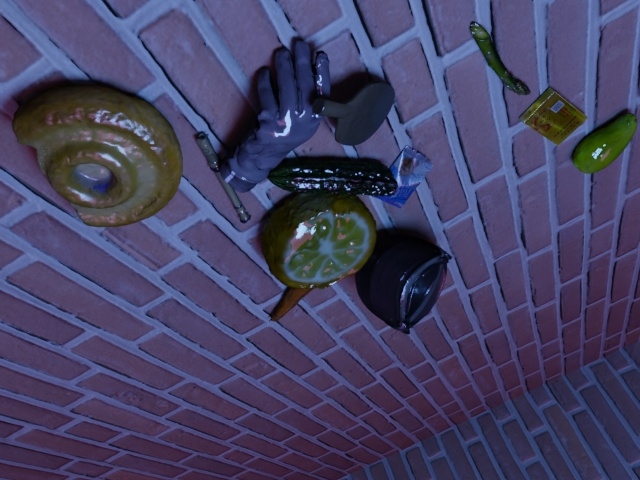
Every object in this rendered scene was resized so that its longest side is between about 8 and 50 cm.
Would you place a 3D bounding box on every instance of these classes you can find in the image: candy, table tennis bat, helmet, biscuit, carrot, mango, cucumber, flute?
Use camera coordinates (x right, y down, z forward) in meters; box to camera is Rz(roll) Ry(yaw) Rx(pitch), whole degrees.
[{"bbox_3d":[0.180,-0.135,1.106,0.088,0.038,0.136,22,118,-25],"label":"candy"},{"bbox_3d":[0.059,-0.222,0.881,0.234,0.022,0.131,-12,141,-57],"label":"table tennis bat"},{"bbox_3d":[0.000,0.000,1.112,0.260,0.118,0.260,-15,140,-13],"label":"candy"},{"bbox_3d":[0.191,0.095,1.255,0.225,0.177,0.305,-61,157,-4],"label":"helmet"},{"bbox_3d":[-0.334,-0.130,0.823,0.213,0.091,0.274,-20,139,1],"label":"biscuit"},{"bbox_3d":[-0.069,0.147,1.307,0.057,0.057,0.224,10,135,-34],"label":"carrot"},{"bbox_3d":[0.674,-0.226,1.198,0.091,0.074,0.165,16,128,-36],"label":"mango"},{"bbox_3d":[0.026,-0.124,1.011,0.265,0.077,0.077,-1,137,-26],"label":"cucumber"},{"bbox_3d":[-0.181,-0.112,0.967,0.027,0.027,0.233,-22,142,-1],"label":"flute"}]

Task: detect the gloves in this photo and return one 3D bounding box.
[{"bbox_3d":[-0.070,-0.199,0.869,0.142,0.119,0.285,-24,152,-54],"label":"gloves"}]

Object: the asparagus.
[{"bbox_3d":[0.339,-0.329,0.958,0.236,0.027,0.034,26,109,-43],"label":"asparagus"}]

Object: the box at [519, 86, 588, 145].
[{"bbox_3d":[0.511,-0.268,1.114,0.156,0.022,0.089,14,128,-36],"label":"box"}]
